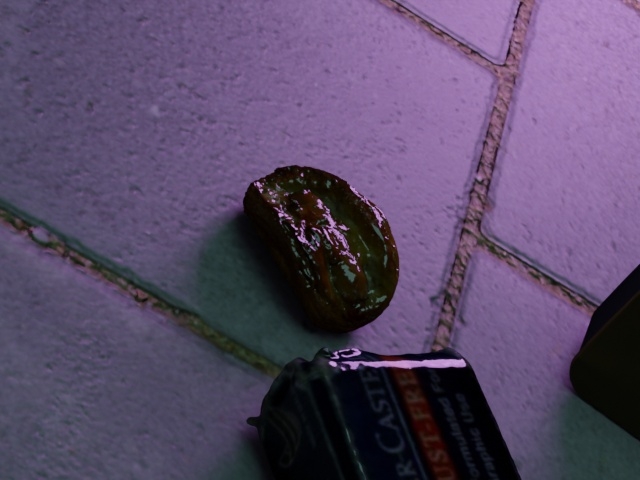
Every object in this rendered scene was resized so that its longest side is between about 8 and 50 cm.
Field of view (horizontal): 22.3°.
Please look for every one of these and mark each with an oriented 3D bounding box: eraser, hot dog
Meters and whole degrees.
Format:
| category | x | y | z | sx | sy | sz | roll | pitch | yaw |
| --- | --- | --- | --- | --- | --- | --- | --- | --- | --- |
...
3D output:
| category | x | y | z | sx | sy | sz | roll | pitch | yaw |
| --- | --- | --- | --- | --- | --- | --- | --- | --- | --- |
| eraser | 0.075 | 0.223 | 1.083 | 0.155 | 0.101 | 0.332 | 0 | 53 | -35 |
| hot dog | 0.000 | 0.001 | 1.258 | 0.099 | 0.065 | 0.147 | -16 | 66 | -33 |

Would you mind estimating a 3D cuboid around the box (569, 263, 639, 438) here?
| category | x | y | z | sx | sy | sz | roll | pitch | yaw |
| --- | --- | --- | --- | --- | --- | --- | --- | --- | --- |
| box | 0.313 | 0.071 | 1.320 | 0.144 | 0.201 | 0.090 | 34 | 38 | -3 |
